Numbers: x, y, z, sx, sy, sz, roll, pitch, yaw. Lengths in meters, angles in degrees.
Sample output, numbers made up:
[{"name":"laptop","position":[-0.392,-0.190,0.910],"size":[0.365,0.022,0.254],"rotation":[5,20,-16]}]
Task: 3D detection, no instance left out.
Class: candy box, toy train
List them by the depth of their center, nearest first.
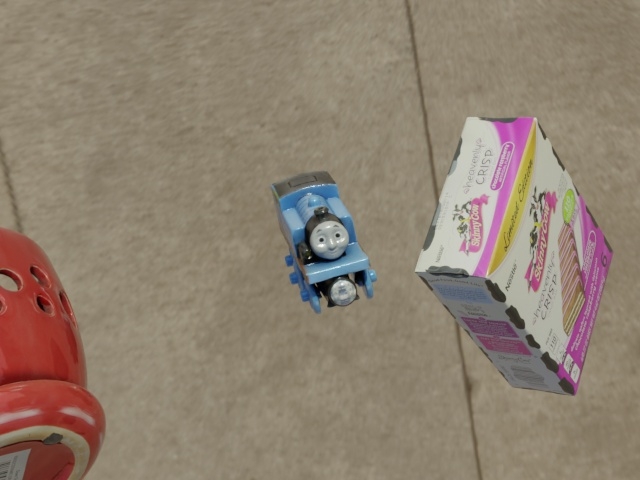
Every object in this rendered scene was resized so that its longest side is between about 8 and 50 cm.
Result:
[{"name":"candy box","position":[0.181,0.018,1.109],"size":[0.071,0.159,0.233],"rotation":[4,153,35]},{"name":"toy train","position":[0.000,0.000,1.237],"size":[0.080,0.184,0.105],"rotation":[-16,111,-5]}]

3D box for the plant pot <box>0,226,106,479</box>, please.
[{"name":"plant pot","position":[-0.257,0.111,0.912],"size":[0.191,0.191,0.174],"rotation":[-44,59,15]}]
